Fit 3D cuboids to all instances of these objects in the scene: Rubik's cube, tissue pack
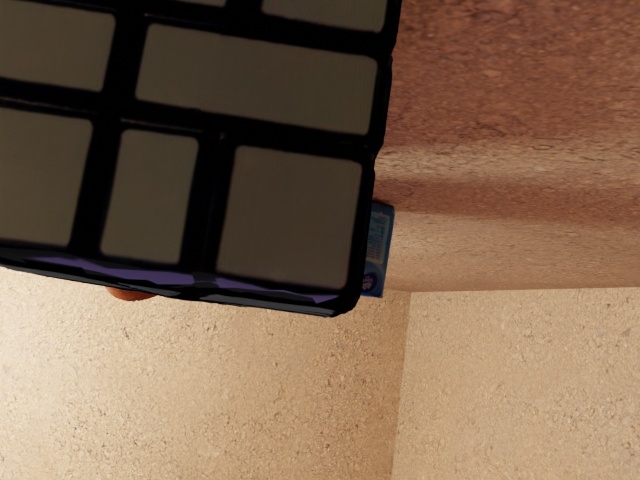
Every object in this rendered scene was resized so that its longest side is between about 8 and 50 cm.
[{"bbox_3d":[-0.096,-0.091,0.563,0.293,0.283,0.288,6,173,1],"label":"Rubik's cube"},{"bbox_3d":[0.000,0.000,1.394,0.263,0.198,0.146,12,173,-28],"label":"tissue pack"}]

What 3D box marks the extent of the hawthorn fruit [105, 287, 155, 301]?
[{"bbox_3d":[-0.399,0.002,1.650,0.307,0.276,0.276,-14,169,6],"label":"hawthorn fruit"}]
